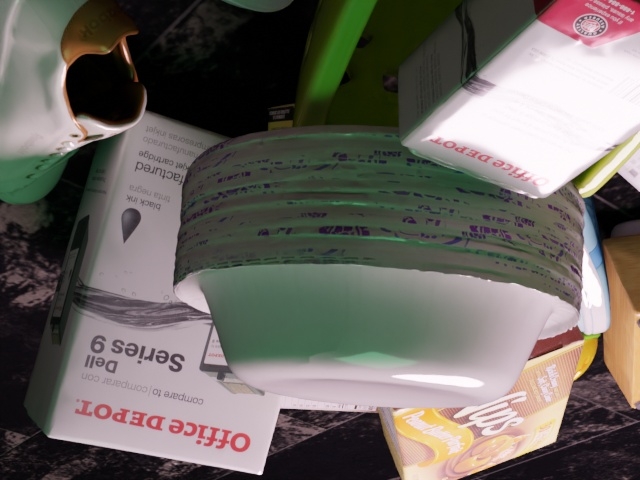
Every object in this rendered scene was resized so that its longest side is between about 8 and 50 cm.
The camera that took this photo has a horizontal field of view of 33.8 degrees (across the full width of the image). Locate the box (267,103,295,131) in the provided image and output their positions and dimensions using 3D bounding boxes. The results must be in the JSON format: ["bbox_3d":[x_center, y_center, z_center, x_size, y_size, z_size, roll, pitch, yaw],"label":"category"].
[{"bbox_3d":[0.000,0.000,0.917,0.087,0.232,0.058,1,-176,-26],"label":"box"}]

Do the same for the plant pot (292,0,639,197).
[{"bbox_3d":[0.116,-0.183,0.680,0.228,0.207,0.227,10,146,-13],"label":"plant pot"}]

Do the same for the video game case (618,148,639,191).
[{"bbox_3d":[0.352,-0.126,0.819,0.329,0.036,0.300,38,136,-14],"label":"video game case"}]

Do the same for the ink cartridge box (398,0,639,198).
[{"bbox_3d":[0.126,-0.096,0.566,0.109,0.063,0.150,18,144,-26],"label":"ink cartridge box"}]

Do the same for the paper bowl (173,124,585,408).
[{"bbox_3d":[0.039,0.035,0.737,0.284,0.148,0.284,4,165,1],"label":"paper bowl"}]

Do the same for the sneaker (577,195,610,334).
[{"bbox_3d":[0.170,-0.002,1.048,0.208,0.127,0.319,-13,136,17],"label":"sneaker"}]

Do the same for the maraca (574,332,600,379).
[{"bbox_3d":[0.278,0.128,1.280,0.127,0.099,0.185,-14,170,16],"label":"maraca"}]

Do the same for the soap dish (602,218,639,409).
[{"bbox_3d":[0.437,0.085,1.181,0.229,0.118,0.291,-6,146,11],"label":"soap dish"}]

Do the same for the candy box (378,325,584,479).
[{"bbox_3d":[0.152,0.154,1.064,0.183,0.087,0.316,-21,152,-3],"label":"candy box"}]

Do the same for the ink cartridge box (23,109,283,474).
[{"bbox_3d":[-0.124,0.049,0.964,0.211,0.289,0.121,16,177,-24],"label":"ink cartridge box"}]

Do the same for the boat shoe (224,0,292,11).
[{"bbox_3d":[-0.130,-0.251,0.684,0.102,0.108,0.301,16,171,47],"label":"boat shoe"}]

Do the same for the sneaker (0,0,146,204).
[{"bbox_3d":[-0.217,-0.099,0.877,0.123,0.106,0.290,39,145,8],"label":"sneaker"}]

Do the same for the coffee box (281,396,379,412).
[{"bbox_3d":[-0.070,0.085,1.147,0.297,0.168,0.119,2,148,-4],"label":"coffee box"}]
